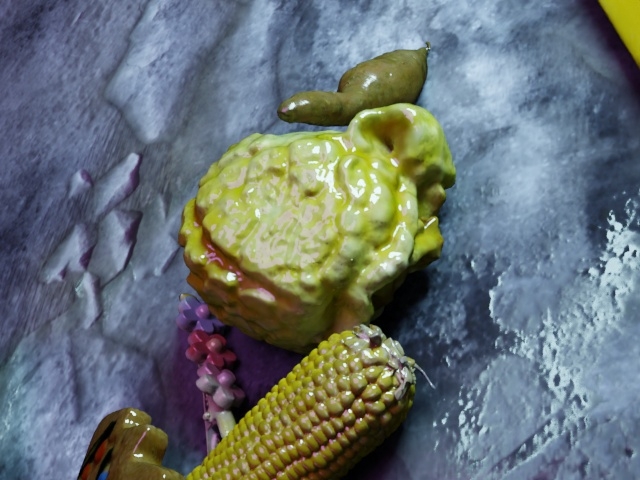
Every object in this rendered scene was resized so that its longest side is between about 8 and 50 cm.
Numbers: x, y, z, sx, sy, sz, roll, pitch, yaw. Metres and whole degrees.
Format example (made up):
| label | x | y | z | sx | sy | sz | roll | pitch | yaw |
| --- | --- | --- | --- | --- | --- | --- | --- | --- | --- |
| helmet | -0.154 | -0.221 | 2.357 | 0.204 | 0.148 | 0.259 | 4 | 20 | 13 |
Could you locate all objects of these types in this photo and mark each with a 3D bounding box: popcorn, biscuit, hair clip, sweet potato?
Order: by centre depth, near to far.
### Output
| label | x | y | z | sx | sy | sz | roll | pitch | yaw |
| --- | --- | --- | --- | --- | --- | --- | --- | --- | --- |
| biscuit | -0.207 | 0.270 | 1.060 | 0.278 | 0.043 | 0.301 | -62 | 22 | 19 |
| popcorn | 0.000 | 0.000 | 1.102 | 0.286 | 0.174 | 0.225 | -16 | 63 | 14 |
| hair clip | -0.113 | 0.125 | 1.160 | 0.056 | 0.062 | 0.213 | -46 | 42 | 32 |
| sweet potato | 0.047 | -0.153 | 1.204 | 0.075 | 0.074 | 0.269 | 4 | 22 | 38 |

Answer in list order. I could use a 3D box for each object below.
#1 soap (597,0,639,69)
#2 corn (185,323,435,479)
| label | x | y | z | sx | sy | sz | roll | pitch | yaw |
| --- | --- | --- | --- | --- | --- | --- | --- | --- | --- |
| soap | 0.339 | -0.304 | 1.071 | 0.324 | 0.096 | 0.204 | -104 | 32 | -45 |
| corn | -0.038 | 0.199 | 1.018 | 0.305 | 0.106 | 0.106 | -44 | 43 | 6 |
